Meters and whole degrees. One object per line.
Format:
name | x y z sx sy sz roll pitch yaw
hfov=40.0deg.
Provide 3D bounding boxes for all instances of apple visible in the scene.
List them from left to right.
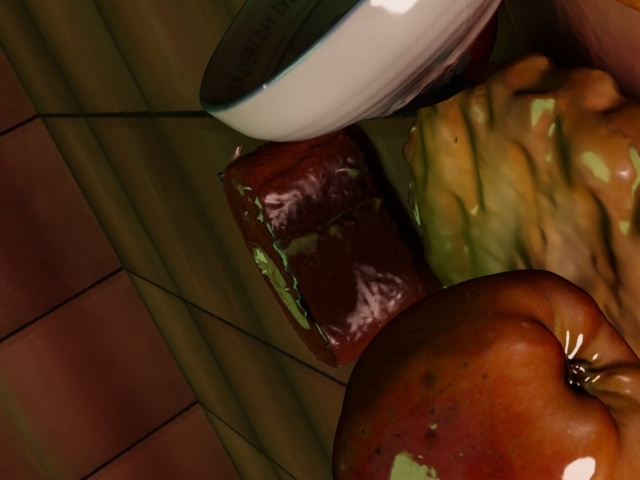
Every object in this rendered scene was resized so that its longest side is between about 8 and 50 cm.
apple | 0.119 0.137 0.589 0.234 0.234 0.234 46 156 27

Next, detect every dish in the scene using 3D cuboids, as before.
dish | 0.058 -0.152 0.574 0.133 0.273 0.273 38 166 -22

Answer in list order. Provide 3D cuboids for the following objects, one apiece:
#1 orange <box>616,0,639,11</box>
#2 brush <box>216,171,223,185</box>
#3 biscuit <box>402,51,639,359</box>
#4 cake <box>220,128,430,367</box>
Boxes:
orange | 0.171 -0.186 0.343 0.224 0.170 0.224 48 158 27
brush | -0.117 -0.041 1.395 0.164 0.014 0.051 55 158 8
biscuit | 0.194 0.009 0.661 0.326 0.107 0.326 44 152 31
cake | 0.000 0.000 1.020 0.283 0.150 0.177 61 171 -10
